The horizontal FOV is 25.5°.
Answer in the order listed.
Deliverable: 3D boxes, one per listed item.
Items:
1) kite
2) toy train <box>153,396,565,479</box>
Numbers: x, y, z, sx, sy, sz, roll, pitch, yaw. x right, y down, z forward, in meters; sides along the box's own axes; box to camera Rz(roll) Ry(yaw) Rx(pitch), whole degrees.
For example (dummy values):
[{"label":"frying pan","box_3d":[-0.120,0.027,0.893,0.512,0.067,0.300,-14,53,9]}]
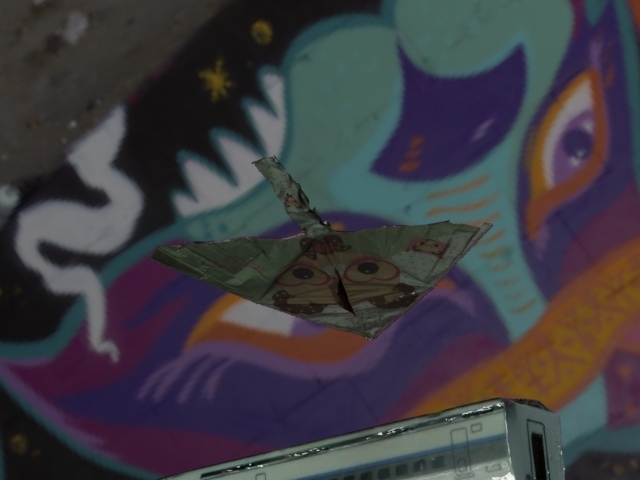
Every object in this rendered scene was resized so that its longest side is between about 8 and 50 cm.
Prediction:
[{"label":"kite","box_3d":[0.000,-0.001,0.907,0.229,0.250,0.012,-5,121,-15]},{"label":"toy train","box_3d":[-0.001,0.125,0.694,0.252,0.048,0.055,-19,160,36]}]
